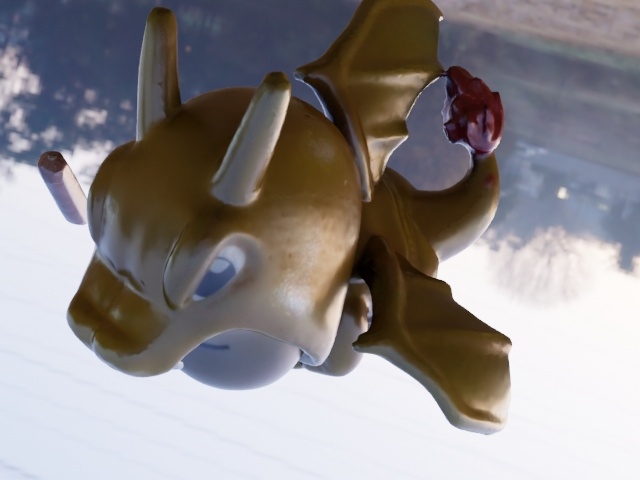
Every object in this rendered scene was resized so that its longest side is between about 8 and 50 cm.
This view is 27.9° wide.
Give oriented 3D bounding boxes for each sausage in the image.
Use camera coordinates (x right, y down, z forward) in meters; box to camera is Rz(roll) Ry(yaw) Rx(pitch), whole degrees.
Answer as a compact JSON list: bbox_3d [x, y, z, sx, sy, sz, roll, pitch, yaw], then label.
[{"bbox_3d":[-0.267,-0.053,1.350,0.030,0.035,0.147,18,161,10],"label":"sausage"}]

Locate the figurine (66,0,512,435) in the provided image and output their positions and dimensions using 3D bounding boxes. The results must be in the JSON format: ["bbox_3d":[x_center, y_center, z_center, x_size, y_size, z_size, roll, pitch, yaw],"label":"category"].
[{"bbox_3d":[-0.010,-0.033,1.109,0.268,0.401,0.387,-8,169,39],"label":"figurine"}]
